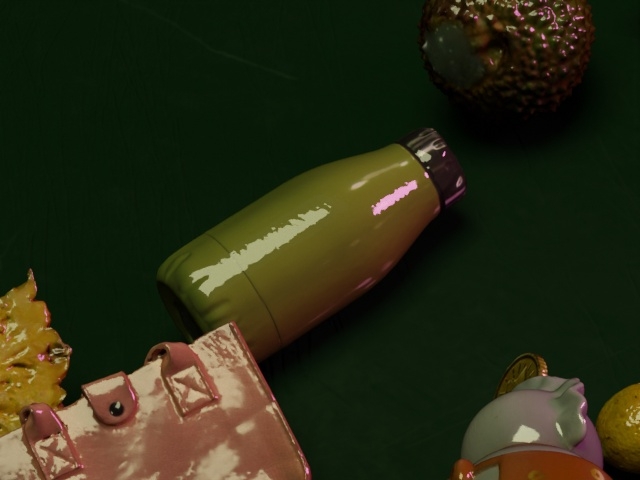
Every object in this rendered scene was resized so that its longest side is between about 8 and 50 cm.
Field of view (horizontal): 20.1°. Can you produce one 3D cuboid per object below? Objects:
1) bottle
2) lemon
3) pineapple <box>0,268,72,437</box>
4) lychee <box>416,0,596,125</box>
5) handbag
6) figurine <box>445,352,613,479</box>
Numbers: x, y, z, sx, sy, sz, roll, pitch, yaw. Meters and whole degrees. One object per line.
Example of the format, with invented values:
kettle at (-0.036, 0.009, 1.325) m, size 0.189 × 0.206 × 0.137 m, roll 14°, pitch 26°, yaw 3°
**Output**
bottle at (0.000, 0.000, 1.454) m, size 0.260 × 0.112 × 0.112 m, roll -33°, pitch 44°, yaw -16°
lemon at (0.231, 0.132, 1.274) m, size 0.083 × 0.062 × 0.062 m, roll -32°, pitch 44°, yaw -5°
pineapple at (-0.276, 0.169, 1.403) m, size 0.140 × 0.164 × 0.250 m, roll 42°, pitch 68°, yaw 2°
lychee at (0.165, -0.182, 1.559) m, size 0.171 × 0.171 × 0.171 m, roll -10°, pitch 43°, yaw 9°
handbag at (-0.128, 0.167, 1.312) m, size 0.213 × 0.059 × 0.157 m, roll -26°, pitch 79°, yaw -8°
figurine at (0.135, 0.173, 1.216) m, size 0.143 × 0.143 × 0.271 m, roll -17°, pitch 43°, yaw 2°
